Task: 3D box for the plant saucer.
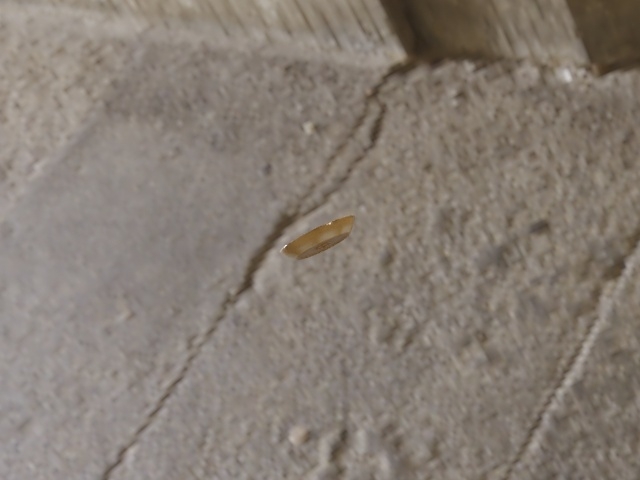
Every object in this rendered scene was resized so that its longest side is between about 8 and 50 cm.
[{"bbox_3d":[0.000,0.000,1.614,0.083,0.083,0.015,-27,82,5],"label":"plant saucer"}]
